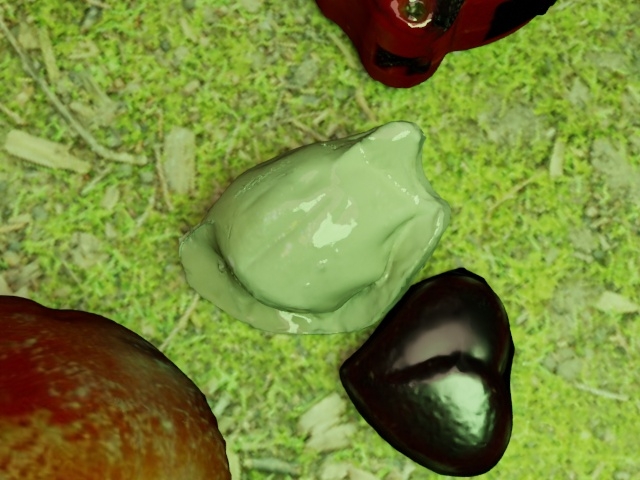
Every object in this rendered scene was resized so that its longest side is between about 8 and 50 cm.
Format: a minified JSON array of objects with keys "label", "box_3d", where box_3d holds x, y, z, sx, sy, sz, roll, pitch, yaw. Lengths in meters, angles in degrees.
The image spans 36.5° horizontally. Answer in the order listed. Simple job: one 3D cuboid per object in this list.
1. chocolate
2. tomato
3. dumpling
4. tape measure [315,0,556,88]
[{"label":"chocolate","box_3d":[0.077,0.082,0.654,0.125,0.080,0.149,5,78,0]},{"label":"tomato","box_3d":[-0.221,0.157,0.534,0.338,0.144,0.339,-11,59,18]},{"label":"dumpling","box_3d":[0.000,0.000,0.659,0.199,0.118,0.136,-32,91,24]},{"label":"tape measure","box_3d":[0.077,-0.263,0.720,0.260,0.114,0.253,-34,80,-9]}]
